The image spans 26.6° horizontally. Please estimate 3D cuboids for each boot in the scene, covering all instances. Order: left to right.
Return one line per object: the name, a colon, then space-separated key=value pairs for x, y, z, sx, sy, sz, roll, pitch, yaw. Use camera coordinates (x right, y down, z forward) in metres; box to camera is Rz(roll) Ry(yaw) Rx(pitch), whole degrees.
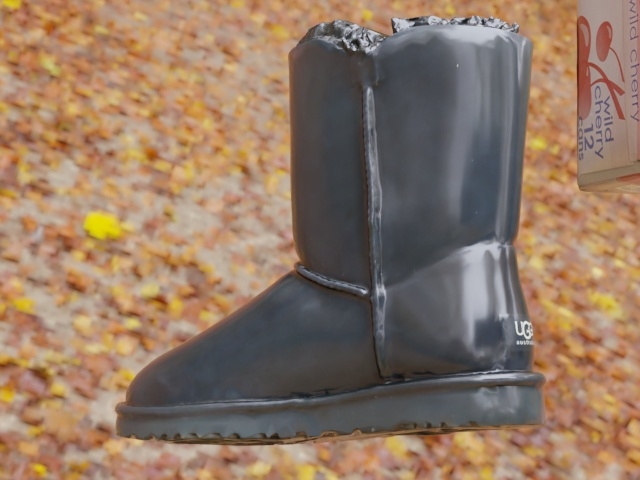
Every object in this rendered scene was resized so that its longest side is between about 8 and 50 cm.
boot: x=0.000 y=0.000 z=0.700 sx=0.247 sy=0.207 sz=0.094 roll=-9 pitch=-13 yaw=31

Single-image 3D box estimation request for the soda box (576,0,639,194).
soda box: x=0.210 y=-0.057 z=0.394 sx=0.263 sy=0.092 sz=0.083 roll=0 pitch=-3 yaw=-14
